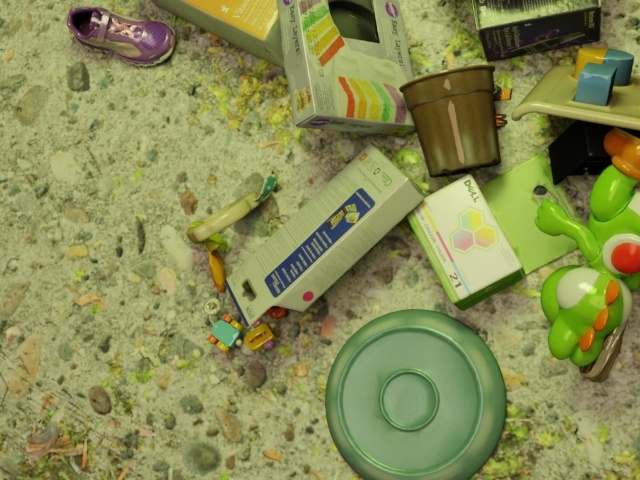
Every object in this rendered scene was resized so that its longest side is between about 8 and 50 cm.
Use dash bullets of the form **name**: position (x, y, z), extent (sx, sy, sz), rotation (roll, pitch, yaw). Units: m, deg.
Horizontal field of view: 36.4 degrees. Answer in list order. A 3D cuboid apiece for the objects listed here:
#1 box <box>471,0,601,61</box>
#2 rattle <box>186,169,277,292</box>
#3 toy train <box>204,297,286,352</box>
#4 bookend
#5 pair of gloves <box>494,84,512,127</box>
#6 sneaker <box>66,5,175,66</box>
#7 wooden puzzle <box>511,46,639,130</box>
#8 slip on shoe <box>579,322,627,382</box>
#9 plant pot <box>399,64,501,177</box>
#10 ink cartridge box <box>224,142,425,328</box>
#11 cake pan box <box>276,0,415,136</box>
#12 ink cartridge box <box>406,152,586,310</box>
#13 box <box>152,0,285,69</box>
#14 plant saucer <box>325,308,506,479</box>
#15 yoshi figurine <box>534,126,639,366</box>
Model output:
- **box**: position (0.371, -0.399, 1.670), extent (0.207, 0.153, 0.108), rotation (-8, 77, 15)
- **rattle**: position (-0.133, -0.021, 1.785), extent (0.199, 0.130, 0.143), rotation (-31, 82, -19)
- **toy train**: position (-0.125, 0.144, 1.762), extent (0.166, 0.046, 0.125), rotation (-9, 67, 16)
- **bookend**: position (0.480, -0.150, 1.606), extent (0.156, 0.157, 0.072), rotation (-2, 77, -9)
- **pair of gloves**: position (0.299, -0.239, 1.733), extent (0.074, 0.010, 0.083), rotation (7, 80, 18)
- **sneaker**: position (-0.403, -0.412, 1.922), extent (0.236, 0.104, 0.095), rotation (13, 81, 17)
- **wooden puzzle**: position (0.499, -0.239, 1.520), extent (0.348, 0.322, 0.080), rotation (8, 113, 19)
- **slip on shoe**: position (0.471, 0.169, 1.587), extent (0.041, 0.051, 0.135), rotation (33, 79, -20)
- **plant pot**: position (0.233, -0.199, 1.668), extent (0.167, 0.167, 0.165), rotation (-12, 89, 13)
- **ink cartridge box**: position (0.000, 0.000, 1.694), extent (0.371, 0.069, 0.176), rotation (-41, 32, 3)
- **cake pan box**: position (0.050, -0.319, 1.707), extent (0.070, 0.245, 0.267), rotation (-24, 69, 48)
- **ink cartridge box**: position (0.299, -0.026, 1.644), extent (0.255, 0.097, 0.189), rotation (-29, 72, 9)
- **box**: position (-0.163, -0.502, 1.836), extent (0.345, 0.168, 0.215), rotation (29, 88, 20)
- **plant saucer**: position (0.153, 0.271, 1.650), extent (0.317, 0.044, 0.318), rotation (-4, 77, 18)
- **yoshi figurine**: position (0.443, 0.014, 1.533), extent (0.203, 0.203, 0.362), rotation (29, 102, 29)
